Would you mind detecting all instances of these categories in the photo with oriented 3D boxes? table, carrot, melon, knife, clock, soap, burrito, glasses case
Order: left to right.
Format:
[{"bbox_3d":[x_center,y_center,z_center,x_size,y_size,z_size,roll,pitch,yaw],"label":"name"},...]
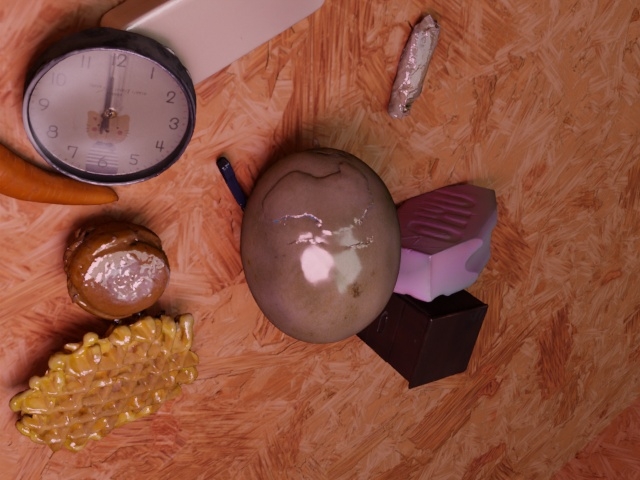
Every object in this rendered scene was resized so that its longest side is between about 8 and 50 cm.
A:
[{"bbox_3d":[-0.388,-0.082,1.087,0.062,0.066,0.271,-16,152,29],"label":"carrot"},{"bbox_3d":[-0.274,-0.168,1.058,0.225,0.049,0.226,-7,135,-7],"label":"clock"},{"bbox_3d":[-0.141,-0.320,1.116,0.312,0.070,0.131,-36,136,-15],"label":"glasses case"},{"bbox_3d":[-0.141,-0.090,1.307,0.018,0.031,0.121,-40,138,-14],"label":"knife"},{"bbox_3d":[0.000,0.000,1.322,0.268,0.268,0.330,-16,110,-32],"label":"melon"},{"bbox_3d":[0.165,-0.303,1.411,0.058,0.045,0.188,-8,121,-45],"label":"burrito"},{"bbox_3d":[0.199,0.168,1.661,0.172,0.193,0.169,-8,124,-37],"label":"table"},{"bbox_3d":[0.235,-0.006,1.572,0.324,0.192,0.109,-42,141,-51],"label":"soap"}]

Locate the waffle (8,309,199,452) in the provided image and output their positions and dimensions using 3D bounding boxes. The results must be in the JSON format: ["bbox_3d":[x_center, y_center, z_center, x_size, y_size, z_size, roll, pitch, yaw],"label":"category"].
[{"bbox_3d":[-0.338,0.236,1.301,0.329,0.062,0.329,-30,150,-19],"label":"waffle"}]

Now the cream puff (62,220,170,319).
[{"bbox_3d":[-0.303,0.038,1.194,0.150,0.115,0.165,-49,130,-4],"label":"cream puff"}]
